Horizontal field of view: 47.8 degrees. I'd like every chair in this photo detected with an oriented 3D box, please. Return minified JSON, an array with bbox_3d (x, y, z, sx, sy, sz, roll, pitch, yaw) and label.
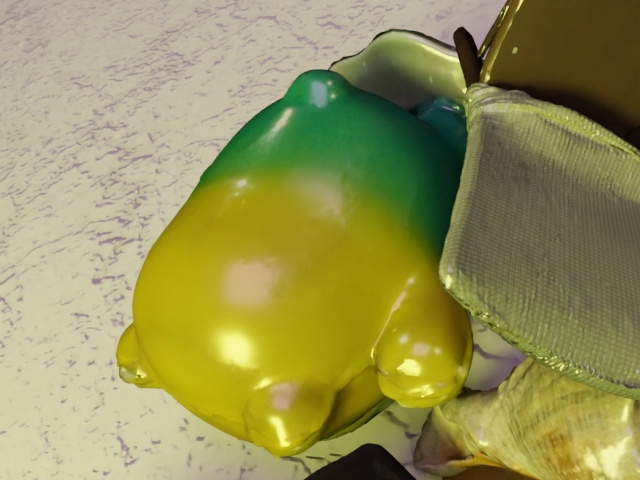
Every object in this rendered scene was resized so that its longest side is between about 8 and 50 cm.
[{"bbox_3d":[0.167,-0.091,0.398,0.160,0.186,0.319,27,32,-8],"label":"chair"}]

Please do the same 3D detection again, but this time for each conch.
[{"bbox_3d":[0.148,0.143,0.428,0.245,0.163,0.178,-18,53,48],"label":"conch"}]

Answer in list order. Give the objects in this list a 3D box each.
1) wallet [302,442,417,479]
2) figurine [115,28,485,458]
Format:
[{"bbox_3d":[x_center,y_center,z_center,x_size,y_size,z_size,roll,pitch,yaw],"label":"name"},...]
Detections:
[{"bbox_3d":[0.081,0.281,0.304,0.228,0.062,0.406,-20,48,-37],"label":"wallet"},{"bbox_3d":[0.000,0.000,0.564,0.324,0.231,0.340,10,50,35],"label":"figurine"}]
